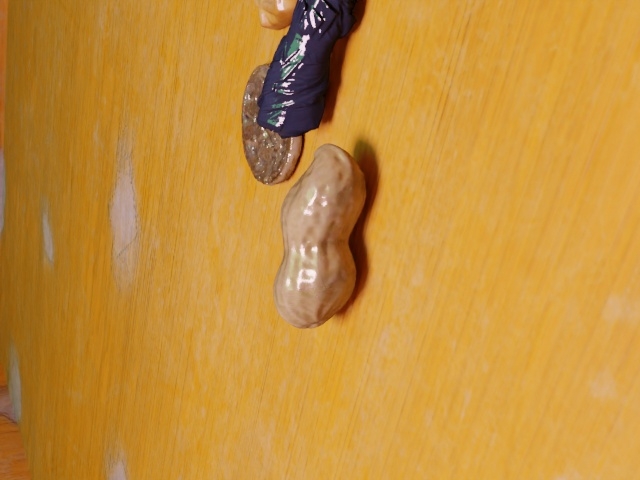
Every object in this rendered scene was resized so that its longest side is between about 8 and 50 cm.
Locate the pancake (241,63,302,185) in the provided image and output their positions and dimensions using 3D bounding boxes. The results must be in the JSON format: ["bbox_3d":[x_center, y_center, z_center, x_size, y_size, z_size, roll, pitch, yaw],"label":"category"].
[{"bbox_3d":[-0.057,-0.129,0.924,0.139,0.022,0.140,14,106,59],"label":"pancake"}]

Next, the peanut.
[{"bbox_3d":[0.000,0.000,0.786,0.082,0.082,0.187,33,120,55],"label":"peanut"}]

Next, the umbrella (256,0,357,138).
[{"bbox_3d":[0.002,-0.209,0.779,0.071,0.071,0.248,54,132,44],"label":"umbrella"}]

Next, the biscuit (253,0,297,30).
[{"bbox_3d":[-0.035,-0.390,0.840,0.204,0.040,0.309,-16,79,60],"label":"biscuit"}]
